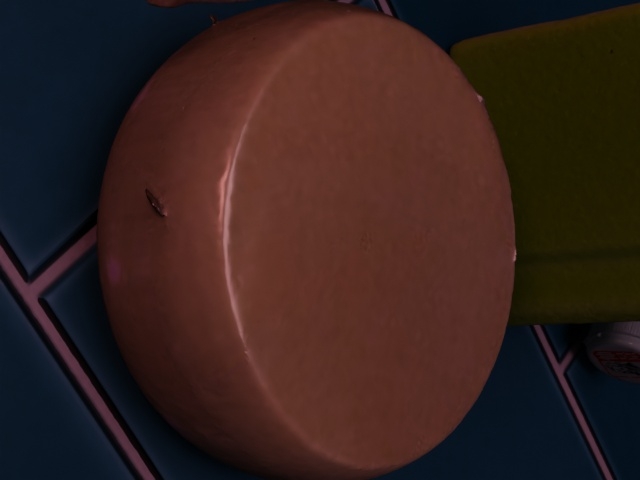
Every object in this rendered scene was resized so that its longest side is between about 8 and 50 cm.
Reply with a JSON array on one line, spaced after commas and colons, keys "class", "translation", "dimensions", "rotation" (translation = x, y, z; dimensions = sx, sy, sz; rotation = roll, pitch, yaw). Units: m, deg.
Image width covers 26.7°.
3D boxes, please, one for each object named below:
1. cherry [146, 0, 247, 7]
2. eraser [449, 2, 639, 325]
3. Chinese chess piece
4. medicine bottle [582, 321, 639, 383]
[{"class": "cherry", "translation": [-0.044, -0.208, 0.715], "dimensions": [0.188, 0.115, 0.148], "rotation": [-14, 110, -38]}, {"class": "eraser", "translation": [0.224, -0.052, 0.865], "dimensions": [0.092, 0.274, 0.210], "rotation": [-13, 97, -48]}, {"class": "Chinese chess piece", "translation": [0.000, 0.000, 0.751], "dimensions": [0.273, 0.102, 0.273], "rotation": [3, 86, -48]}, {"class": "medicine bottle", "translation": [0.267, -0.001, 1.045], "dimensions": [0.121, 0.083, 0.229], "rotation": [44, 56, -34]}]
